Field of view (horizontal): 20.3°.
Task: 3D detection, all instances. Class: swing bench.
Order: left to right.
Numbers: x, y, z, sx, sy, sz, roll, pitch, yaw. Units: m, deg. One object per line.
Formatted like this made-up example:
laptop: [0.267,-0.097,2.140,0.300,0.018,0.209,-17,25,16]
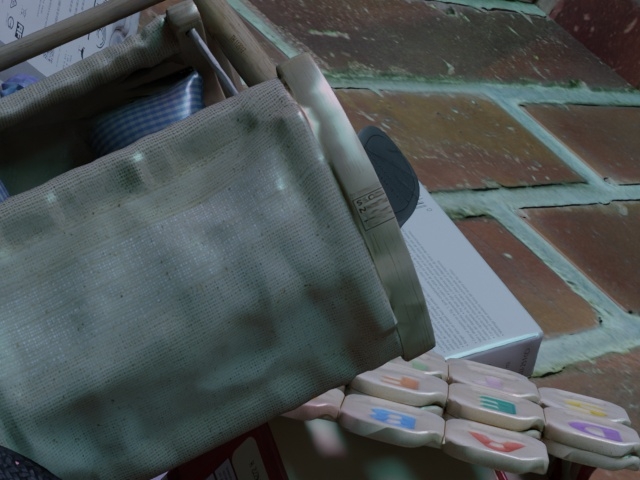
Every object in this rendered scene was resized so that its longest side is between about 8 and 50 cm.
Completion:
swing bench: [-0.117,-0.001,0.938,0.255,0.253,0.165,45,-22,56]

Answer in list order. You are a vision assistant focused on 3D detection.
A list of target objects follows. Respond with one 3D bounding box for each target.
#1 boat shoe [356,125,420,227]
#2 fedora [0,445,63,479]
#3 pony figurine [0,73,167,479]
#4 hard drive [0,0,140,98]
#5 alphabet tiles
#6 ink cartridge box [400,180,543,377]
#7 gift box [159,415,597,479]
boat shoe: [-0.001,-0.003,1.611,0.118,0.103,0.320,50,30,-11]
fedora: [-0.207,0.250,0.788,0.334,0.334,0.152,25,-18,-19]
pony figurine: [-0.226,0.024,1.229,0.350,0.303,0.363,-6,37,-14]
hard drive: [-0.249,-0.208,1.532,0.064,0.237,0.339,5,-13,17]
alphabet tiles: [0.047,0.082,1.061,0.284,0.021,0.278,14,7,4]
ink cartridge box: [0.028,0.043,1.729,0.261,0.066,0.296,-13,45,-26]
gift box: [0.044,0.242,1.053,0.258,0.276,0.255,11,49,-41]
